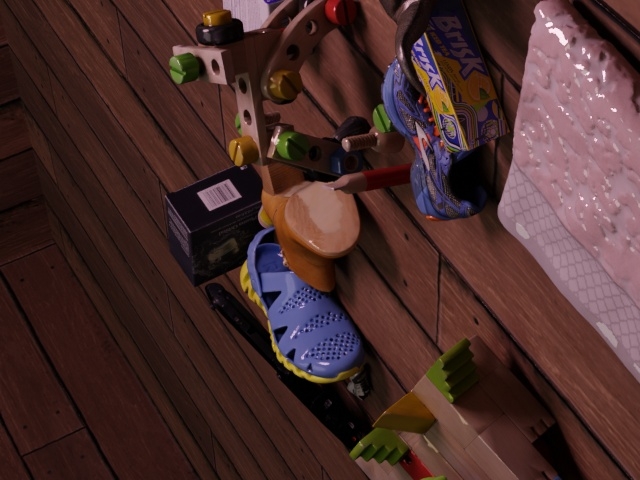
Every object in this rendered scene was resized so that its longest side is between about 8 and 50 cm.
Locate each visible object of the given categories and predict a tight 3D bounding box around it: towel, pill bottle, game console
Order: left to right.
[{"bbox_3d":[-0.072,-0.050,2.410,0.043,0.043,0.083,62,162,11],"label":"pill bottle"},{"bbox_3d":[-0.067,0.202,2.509,0.361,0.044,0.213,48,173,-18],"label":"game console"},{"bbox_3d":[0.286,-0.019,1.445,0.332,0.053,0.317,54,158,30],"label":"towel"}]

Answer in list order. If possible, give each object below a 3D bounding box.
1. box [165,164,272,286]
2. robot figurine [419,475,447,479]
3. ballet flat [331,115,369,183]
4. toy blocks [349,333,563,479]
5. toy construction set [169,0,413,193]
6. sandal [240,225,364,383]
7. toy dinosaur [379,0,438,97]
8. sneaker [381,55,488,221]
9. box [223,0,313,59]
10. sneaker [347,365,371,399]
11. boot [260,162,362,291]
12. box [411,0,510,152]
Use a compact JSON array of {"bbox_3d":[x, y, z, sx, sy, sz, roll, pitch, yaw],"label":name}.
[{"bbox_3d":[-0.165,-0.027,2.519,0.093,0.156,0.158,54,158,30],"label":"box"},{"bbox_3d":[0.131,0.329,1.834,0.101,0.067,0.115,53,152,26],"label":"robot figurine"},{"bbox_3d":[0.024,-0.120,2.048,0.057,0.049,0.173,62,161,14],"label":"ballet flat"},{"bbox_3d":[0.200,0.298,1.919,0.261,0.191,0.381,49,149,11],"label":"toy blocks"},{"bbox_3d":[-0.050,-0.157,1.847,0.309,0.237,0.257,45,134,37],"label":"toy construction set"},{"bbox_3d":[-0.036,0.092,2.374,0.317,0.126,0.138,50,152,37],"label":"sandal"},{"bbox_3d":[0.093,-0.297,1.540,0.160,0.121,0.313,137,115,-78],"label":"toy dinosaur"},{"bbox_3d":[0.139,-0.121,1.713,0.087,0.083,0.221,13,131,51],"label":"sneaker"},{"bbox_3d":[-0.071,-0.321,2.032,0.137,0.072,0.126,54,158,31],"label":"box"},{"bbox_3d":[0.066,0.224,2.395,0.037,0.032,0.083,45,160,18],"label":"sneaker"},{"bbox_3d":[-0.001,0.000,2.214,0.295,0.104,0.211,52,163,49],"label":"boot"},{"bbox_3d":[0.141,-0.182,1.633,0.054,0.059,0.168,-2,111,68],"label":"box"}]
